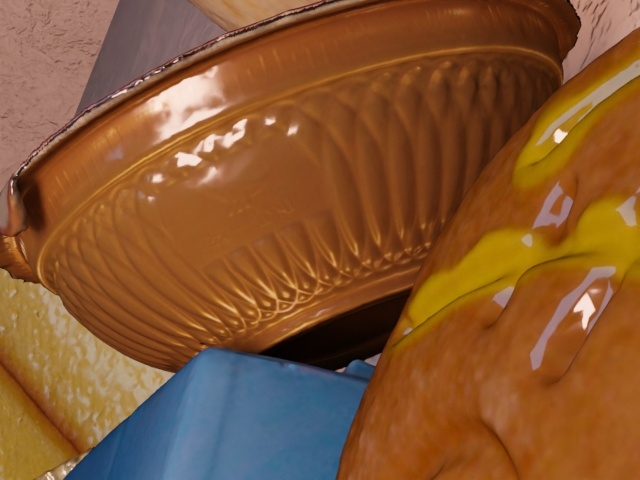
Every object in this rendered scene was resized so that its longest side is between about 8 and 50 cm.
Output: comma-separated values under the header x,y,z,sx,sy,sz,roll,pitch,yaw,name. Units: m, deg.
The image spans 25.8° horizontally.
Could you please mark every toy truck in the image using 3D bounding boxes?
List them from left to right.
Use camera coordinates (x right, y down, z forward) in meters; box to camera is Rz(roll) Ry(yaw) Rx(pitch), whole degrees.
x,y,z,sx,sy,sz,roll,pitch,yaw,name
-0.052,0.175,0.640,0.385,0.162,0.161,-42,31,58,toy truck

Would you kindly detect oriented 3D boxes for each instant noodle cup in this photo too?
x,y,z,sx,sy,sz,roll,pitch,yaw,name
0.000,0.000,0.591,0.274,0.274,0.091,-45,62,56,instant noodle cup

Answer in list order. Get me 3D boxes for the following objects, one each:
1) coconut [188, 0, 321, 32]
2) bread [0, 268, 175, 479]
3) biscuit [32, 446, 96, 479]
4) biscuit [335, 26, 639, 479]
x,y,z,sx,sy,sz,roll,pitch,yaw,name
-0.007,-0.243,0.649,0.329,0.328,0.329,-161,90,-74,coconut
-0.138,0.138,1.157,0.361,0.245,0.233,40,112,40,bread
-0.116,0.127,0.830,0.016,0.231,0.139,61,175,11,biscuit
0.093,0.104,0.305,0.350,0.070,0.394,-66,25,3,biscuit
